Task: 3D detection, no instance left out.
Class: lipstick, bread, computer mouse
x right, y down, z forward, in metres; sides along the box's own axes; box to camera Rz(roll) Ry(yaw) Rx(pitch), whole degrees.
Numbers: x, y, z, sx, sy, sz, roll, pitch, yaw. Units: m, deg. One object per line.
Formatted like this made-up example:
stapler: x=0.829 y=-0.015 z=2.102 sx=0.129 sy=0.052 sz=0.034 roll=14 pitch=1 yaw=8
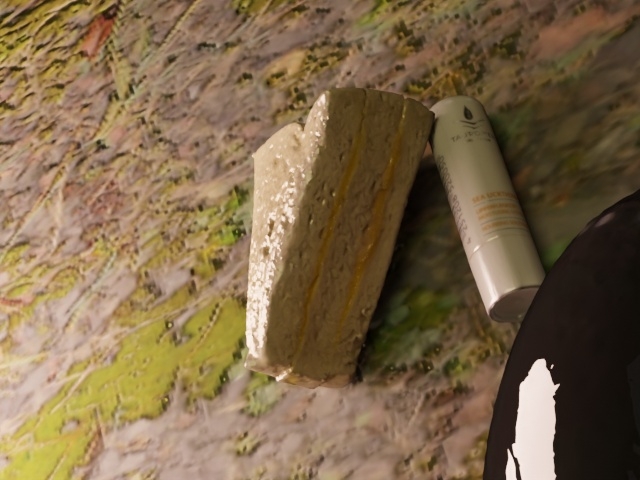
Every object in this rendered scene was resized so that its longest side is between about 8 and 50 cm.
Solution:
lipstick: x=0.095 y=-0.021 z=1.007 sx=0.040 sy=0.040 sz=0.141 roll=-29 pitch=56 yaw=20
bread: x=0.011 y=0.000 z=1.011 sx=0.105 sy=0.077 sz=0.152 roll=-32 pitch=52 yaw=51
computer mouse: x=0.138 y=0.130 z=0.803 sx=0.183 sy=0.116 sz=0.323 roll=-163 pitch=78 yaw=-70
